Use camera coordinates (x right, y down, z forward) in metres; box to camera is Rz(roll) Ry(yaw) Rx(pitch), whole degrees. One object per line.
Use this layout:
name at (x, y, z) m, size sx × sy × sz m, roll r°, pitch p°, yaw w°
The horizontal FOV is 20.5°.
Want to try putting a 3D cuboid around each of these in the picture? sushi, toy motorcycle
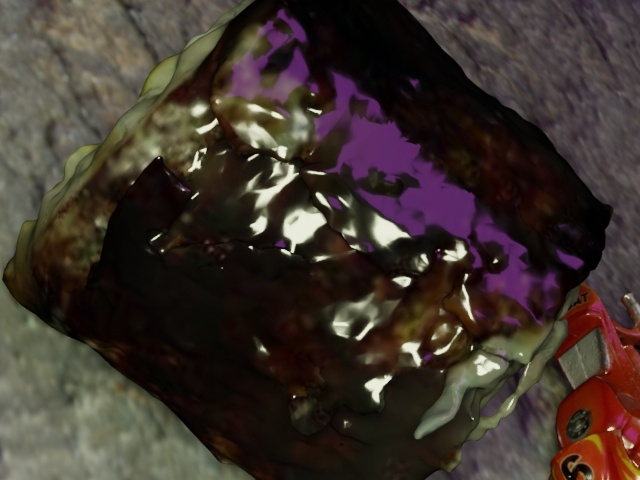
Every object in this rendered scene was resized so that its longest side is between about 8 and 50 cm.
sushi at (0.002, 0.001, 1.103) m, size 0.294 × 0.299 × 0.281 m, roll 43°, pitch 49°, yaw 1°
toy motorcycle at (0.243, 0.156, 1.345) m, size 0.171 × 0.089 × 0.298 m, roll 26°, pitch 35°, yaw -19°
